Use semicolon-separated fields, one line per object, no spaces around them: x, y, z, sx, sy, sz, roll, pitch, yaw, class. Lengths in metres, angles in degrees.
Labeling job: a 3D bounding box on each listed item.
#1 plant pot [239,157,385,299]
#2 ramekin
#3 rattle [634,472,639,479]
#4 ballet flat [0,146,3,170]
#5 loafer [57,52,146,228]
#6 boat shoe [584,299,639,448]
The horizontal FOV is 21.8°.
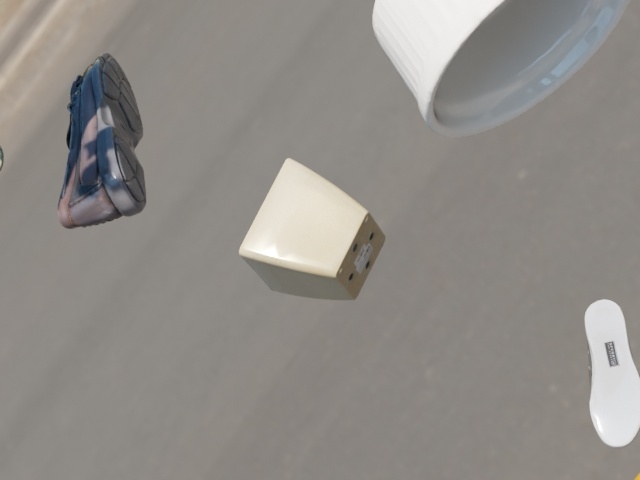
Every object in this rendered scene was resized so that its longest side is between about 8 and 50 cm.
0.000;0.000;1.633;0.096;0.109;0.109;21;75;25;plant pot
0.188;-0.253;1.784;0.277;0.135;0.277;-31;-23;-15;ramekin
0.136;0.194;1.050;0.130;0.200;0.142;-144;65;-85;rattle
-0.421;-0.065;1.707;0.213;0.072;0.068;-21;-3;-38;ballet flat
-0.267;-0.120;1.941;0.095;0.109;0.302;-25;35;8;loafer
0.267;0.124;1.515;0.049;0.040;0.142;-6;64;9;boat shoe
